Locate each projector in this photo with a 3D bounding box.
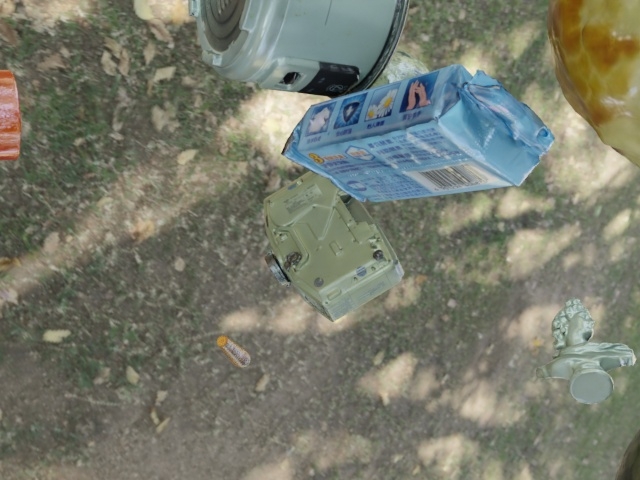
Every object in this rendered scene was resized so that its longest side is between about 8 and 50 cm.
[{"bbox_3d":[0.000,0.000,1.265,0.194,0.269,0.088,-32,143,1],"label":"projector"}]

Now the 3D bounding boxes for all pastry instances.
[{"bbox_3d":[0.409,-0.248,0.801,0.389,0.313,0.388,-13,107,-49],"label":"pastry"}]

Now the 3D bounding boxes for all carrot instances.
[{"bbox_3d":[-0.142,0.181,1.215,0.032,0.032,0.093,-49,146,-11],"label":"carrot"}]

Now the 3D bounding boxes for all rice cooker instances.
[{"bbox_3d":[-0.016,-0.292,0.882,0.227,0.280,0.241,0,71,-31],"label":"rice cooker"}]

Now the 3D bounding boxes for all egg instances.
[{"bbox_3d":[0.120,-0.226,1.192,0.182,0.141,0.141,42,79,-3],"label":"egg"}]

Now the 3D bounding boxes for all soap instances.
[{"bbox_3d":[0.103,-0.110,0.835,0.156,0.293,0.077,31,69,-36],"label":"soap"}]

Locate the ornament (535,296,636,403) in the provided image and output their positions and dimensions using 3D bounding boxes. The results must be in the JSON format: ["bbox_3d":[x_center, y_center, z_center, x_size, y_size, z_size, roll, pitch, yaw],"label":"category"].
[{"bbox_3d":[0.193,0.084,0.548,0.069,0.092,0.041,-22,114,-9],"label":"ornament"}]

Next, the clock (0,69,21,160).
[{"bbox_3d":[-0.428,-0.149,0.854,0.155,0.061,0.113,-6,72,-27],"label":"clock"}]

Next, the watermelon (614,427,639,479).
[{"bbox_3d":[0.305,0.190,0.496,0.212,0.212,0.212,-16,118,-33],"label":"watermelon"}]
